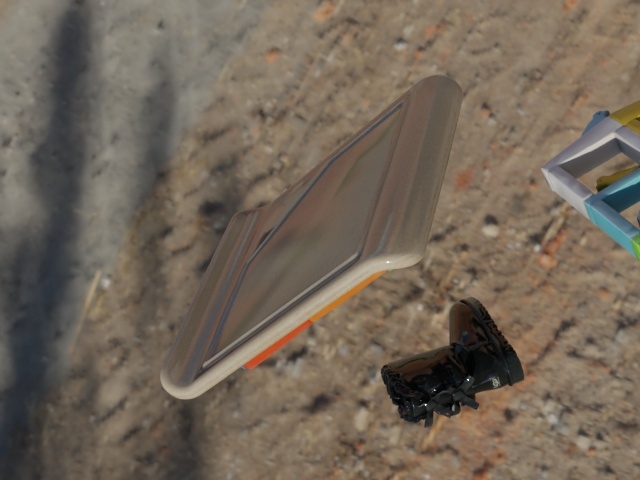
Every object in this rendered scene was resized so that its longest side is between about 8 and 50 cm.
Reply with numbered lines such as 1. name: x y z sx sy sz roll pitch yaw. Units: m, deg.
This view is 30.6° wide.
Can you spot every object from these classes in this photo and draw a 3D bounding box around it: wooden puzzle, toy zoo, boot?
1. wooden puzzle: 0.000 0.000 0.856 0.239 0.044 0.221 -32 25 35
2. toy zoo: 0.345 -0.073 1.143 0.192 0.030 0.293 -31 31 -2
3. boot: 0.096 0.095 0.929 0.099 0.045 0.121 -19 28 -6
